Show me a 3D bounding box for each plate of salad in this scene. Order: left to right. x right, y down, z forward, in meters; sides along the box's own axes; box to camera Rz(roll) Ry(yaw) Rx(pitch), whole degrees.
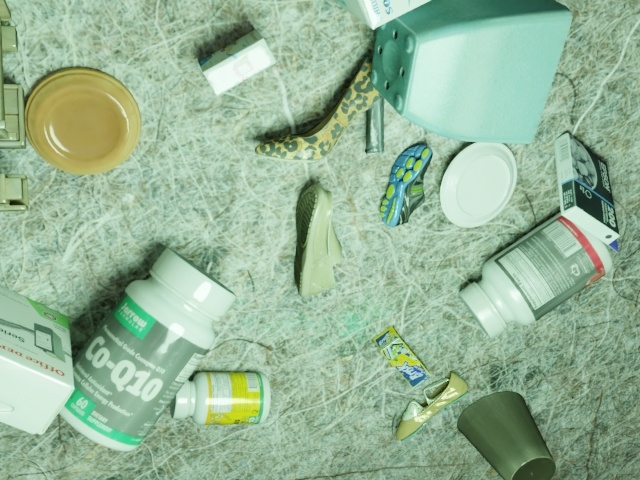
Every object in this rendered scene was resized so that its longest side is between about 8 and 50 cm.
[{"bbox_3d":[0.340,-0.124,1.537,0.200,0.048,0.199,-11,117,-23],"label":"plate of salad"}]

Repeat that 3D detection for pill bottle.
[{"bbox_3d":[-0.337,0.206,1.380,0.204,0.204,0.361,38,84,-31],"label":"pill bottle"},{"bbox_3d":[-0.227,0.355,1.590,0.209,0.117,0.117,5,117,-20],"label":"pill bottle"},{"bbox_3d":[0.485,0.084,1.624,0.319,0.176,0.176,-34,123,4],"label":"pill bottle"}]

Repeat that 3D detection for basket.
[{"bbox_3d":[0.499,0.532,1.855,0.205,0.227,0.154,-15,122,-8],"label":"basket"}]

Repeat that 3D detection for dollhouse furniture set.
[{"bbox_3d":[-0.537,-0.191,1.024,0.174,0.355,0.303,-3,90,-17],"label":"dollhouse furniture set"}]

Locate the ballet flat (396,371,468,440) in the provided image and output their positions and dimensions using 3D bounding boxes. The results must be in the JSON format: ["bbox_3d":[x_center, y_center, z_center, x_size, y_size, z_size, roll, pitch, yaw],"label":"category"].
[{"bbox_3d":[0.273,0.422,1.825,0.232,0.080,0.073,-38,95,3],"label":"ballet flat"}]

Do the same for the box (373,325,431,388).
[{"bbox_3d":[0.201,0.286,1.722,0.059,0.054,0.169,-37,122,5],"label":"box"}]

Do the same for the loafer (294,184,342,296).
[{"bbox_3d":[0.000,0.000,1.475,0.092,0.102,0.268,-4,129,-17],"label":"loafer"}]

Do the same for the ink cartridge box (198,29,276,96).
[{"bbox_3d":[-0.147,-0.315,1.248,0.123,0.088,0.052,-29,120,-1],"label":"ink cartridge box"}]

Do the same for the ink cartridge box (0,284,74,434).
[{"bbox_3d":[-0.571,0.203,1.295,0.198,0.273,0.114,34,96,-31],"label":"ink cartridge box"}]

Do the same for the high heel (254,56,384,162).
[{"bbox_3d":[-0.002,-0.248,1.345,0.262,0.093,0.186,-7,111,-12],"label":"high heel"}]

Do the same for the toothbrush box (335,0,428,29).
[{"bbox_3d":[0.162,-0.490,1.170,0.296,0.216,0.126,-27,123,-2],"label":"toothbrush box"}]

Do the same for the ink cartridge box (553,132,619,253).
[{"bbox_3d":[0.596,-0.103,1.547,0.208,0.206,0.045,28,141,-29],"label":"ink cartridge box"}]

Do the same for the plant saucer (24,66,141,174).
[{"bbox_3d":[-0.420,-0.205,1.256,0.200,0.037,0.199,-7,121,-13],"label":"plant saucer"}]

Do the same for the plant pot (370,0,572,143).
[{"bbox_3d":[0.233,-0.321,1.237,0.253,0.247,0.247,-8,129,-20],"label":"plant pot"}]

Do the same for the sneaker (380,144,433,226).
[{"bbox_3d":[0.187,-0.115,1.492,0.078,0.067,0.188,0,119,-42],"label":"sneaker"}]
